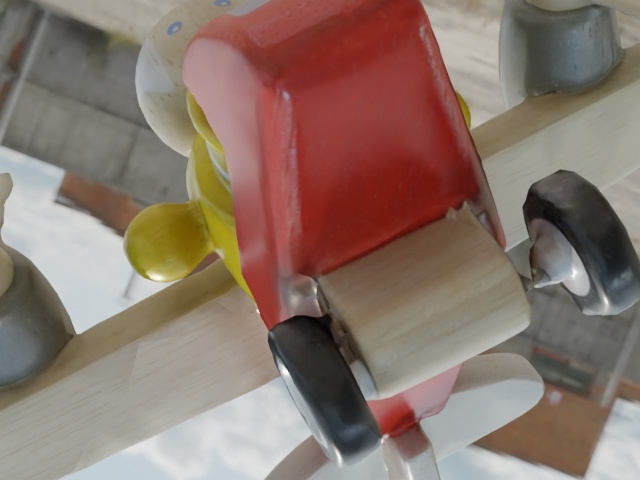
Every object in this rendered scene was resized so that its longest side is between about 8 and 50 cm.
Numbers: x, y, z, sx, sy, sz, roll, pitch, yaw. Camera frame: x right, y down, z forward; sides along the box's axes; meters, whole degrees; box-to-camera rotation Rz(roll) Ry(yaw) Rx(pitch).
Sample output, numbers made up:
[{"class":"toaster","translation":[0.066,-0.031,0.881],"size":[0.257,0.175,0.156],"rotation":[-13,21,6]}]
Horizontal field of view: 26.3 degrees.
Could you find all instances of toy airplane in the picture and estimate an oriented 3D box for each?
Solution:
[{"class":"toy airplane","translation":[0.000,0.000,0.693],"size":[0.386,0.384,0.272],"rotation":[-7,-121,-50]}]
